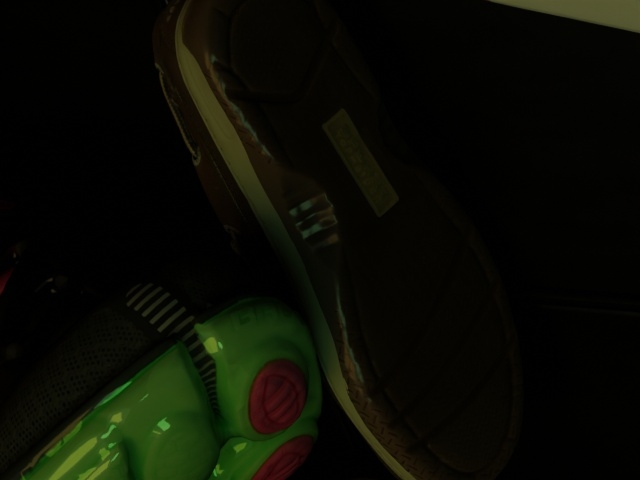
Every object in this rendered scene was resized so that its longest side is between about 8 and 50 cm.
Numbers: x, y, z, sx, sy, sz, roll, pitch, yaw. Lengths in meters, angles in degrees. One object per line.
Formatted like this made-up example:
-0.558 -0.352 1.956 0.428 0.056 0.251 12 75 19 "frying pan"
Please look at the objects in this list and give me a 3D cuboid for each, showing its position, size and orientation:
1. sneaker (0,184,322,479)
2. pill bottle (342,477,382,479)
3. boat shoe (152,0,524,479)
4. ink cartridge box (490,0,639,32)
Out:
-0.157 0.070 0.914 0.483 0.185 0.202 -21 93 63 "sneaker"
0.051 0.243 0.961 0.130 0.130 0.246 -3 122 45 "pill bottle"
0.006 -0.004 0.821 0.095 0.095 0.257 3 121 59 "boat shoe"
0.139 -0.131 0.494 0.237 0.172 0.100 18 135 31 "ink cartridge box"
